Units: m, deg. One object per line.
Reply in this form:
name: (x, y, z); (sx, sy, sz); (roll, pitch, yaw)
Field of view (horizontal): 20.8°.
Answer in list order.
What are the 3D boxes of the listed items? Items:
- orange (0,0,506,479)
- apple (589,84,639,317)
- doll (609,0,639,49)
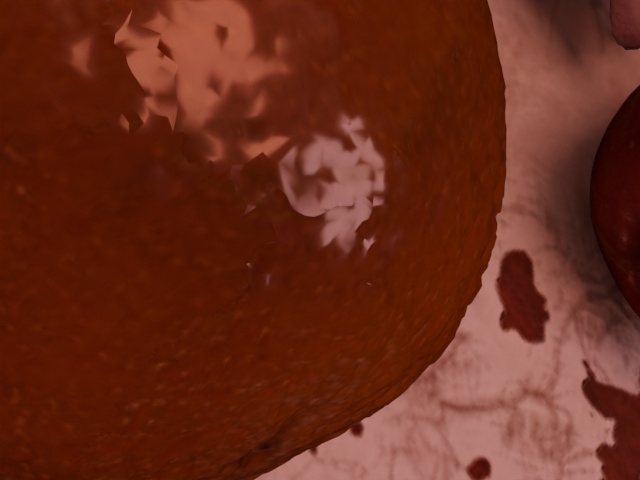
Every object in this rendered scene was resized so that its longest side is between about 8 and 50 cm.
orange: (-0.103, -0.071, 0.674); (0.322, 0.322, 0.357); (-20, 78, -37)
apple: (0.243, -0.023, 0.975); (0.168, 0.181, 0.181); (-22, 88, -38)
doll: (0.202, -0.196, 1.045); (0.192, 0.095, 0.149); (-23, 66, -45)
